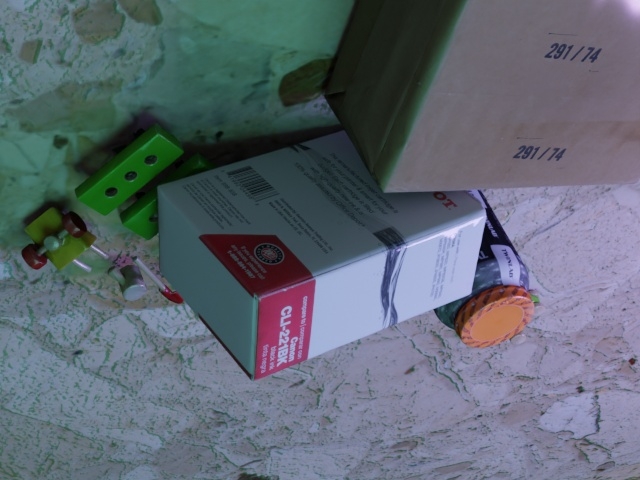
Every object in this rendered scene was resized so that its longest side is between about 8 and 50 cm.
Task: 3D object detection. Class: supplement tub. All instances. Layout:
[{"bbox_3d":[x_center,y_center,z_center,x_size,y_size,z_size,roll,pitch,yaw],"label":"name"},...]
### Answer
[{"bbox_3d":[0.167,0.023,1.375,0.117,0.190,0.117,-15,142,-12],"label":"supplement tub"}]

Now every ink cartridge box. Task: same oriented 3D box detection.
[{"bbox_3d":[0.000,0.000,1.196,0.273,0.197,0.114,-20,134,-28],"label":"ink cartridge box"}]

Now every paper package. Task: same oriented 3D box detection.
[{"bbox_3d":[0.205,-0.202,1.144,0.325,0.168,0.309,-5,140,-25],"label":"paper package"}]

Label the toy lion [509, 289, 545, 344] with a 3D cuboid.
[{"bbox_3d":[0.253,0.111,1.666,0.096,0.034,0.100,5,135,-22],"label":"toy lion"}]

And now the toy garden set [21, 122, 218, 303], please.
[{"bbox_3d":[-0.178,-0.015,1.264,0.204,0.049,0.244,-37,142,14],"label":"toy garden set"}]
